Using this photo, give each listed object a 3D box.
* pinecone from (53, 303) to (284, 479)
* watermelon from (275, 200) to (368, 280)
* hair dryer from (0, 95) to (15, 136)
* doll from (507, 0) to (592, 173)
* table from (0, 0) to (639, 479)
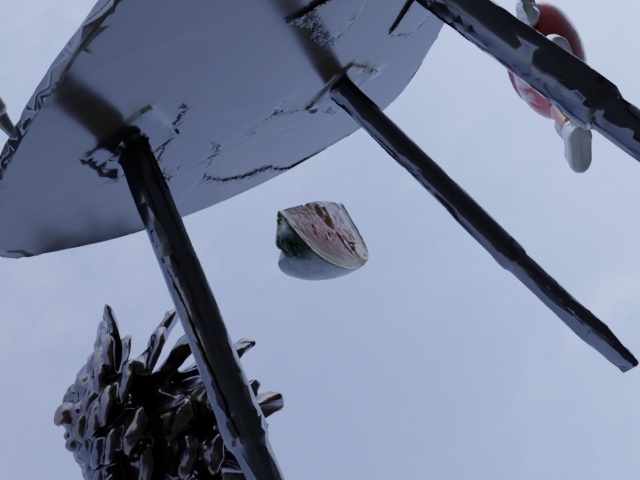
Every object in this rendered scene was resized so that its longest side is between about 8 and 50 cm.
[{"bbox_3d":[-0.136,0.173,0.761,0.202,0.202,0.228,-5,-103,4],"label":"pinecone"},{"bbox_3d":[-0.006,0.012,0.872,0.087,0.069,0.163,56,-157,11],"label":"watermelon"},{"bbox_3d":[-0.461,-0.219,1.045,0.054,0.195,0.220,-37,-68,-17],"label":"hair dryer"},{"bbox_3d":[0.244,-0.190,0.877,0.217,0.085,0.183,-82,-30,-52],"label":"doll"},{"bbox_3d":[0.053,-0.013,0.381,0.317,0.317,0.249,-27,-107,-37],"label":"table"}]
